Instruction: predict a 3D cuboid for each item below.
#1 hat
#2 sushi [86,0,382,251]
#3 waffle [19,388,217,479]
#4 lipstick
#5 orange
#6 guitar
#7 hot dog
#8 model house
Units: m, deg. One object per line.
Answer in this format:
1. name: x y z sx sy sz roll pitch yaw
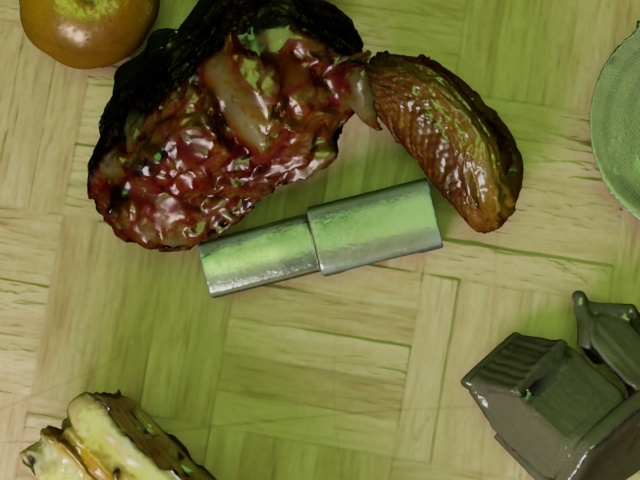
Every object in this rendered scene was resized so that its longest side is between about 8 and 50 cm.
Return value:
1. hat: 0.407 -0.124 1.714 0.252 0.110 0.252 1 95 15
2. sushi: -0.080 -0.121 1.664 0.343 0.196 0.182 -37 40 30
3. waffle: -0.121 0.308 1.638 0.114 0.261 0.376 -44 83 -6
4. lipstick: 0.000 0.000 1.749 0.253 0.079 0.077 -13 90 2
5. orange: -0.251 -0.261 1.775 0.155 0.134 0.154 -2 100 -14
6. guitar: -0.131 -0.219 1.713 0.084 0.271 0.038 21 44 -22
7. hot dog: 0.129 -0.114 1.716 0.099 0.160 0.227 -44 84 11
8. model house: 0.262 0.160 1.700 0.229 0.122 0.188 -37 70 -14
